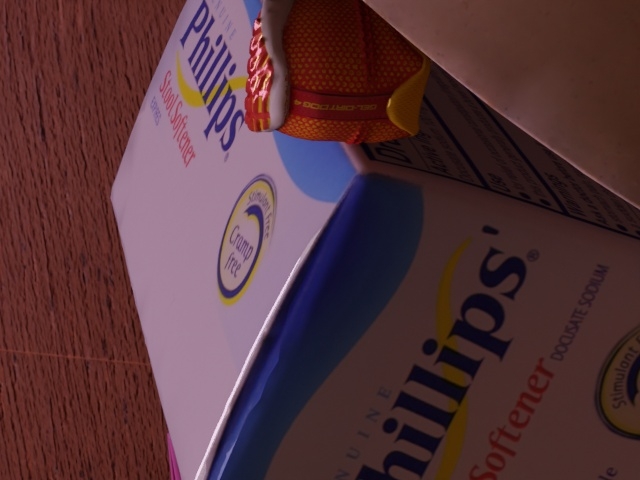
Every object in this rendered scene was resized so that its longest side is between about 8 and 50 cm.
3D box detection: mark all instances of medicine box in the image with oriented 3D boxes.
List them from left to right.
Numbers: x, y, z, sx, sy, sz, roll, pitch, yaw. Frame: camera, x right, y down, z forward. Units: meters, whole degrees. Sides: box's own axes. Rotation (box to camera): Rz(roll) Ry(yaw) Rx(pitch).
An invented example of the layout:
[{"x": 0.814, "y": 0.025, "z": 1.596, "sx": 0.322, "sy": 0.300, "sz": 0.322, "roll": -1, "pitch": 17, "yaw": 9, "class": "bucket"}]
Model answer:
[{"x": 0.081, "y": 0.015, "z": 0.685, "sx": 0.149, "sy": 0.289, "sz": 0.263, "roll": -66, "pitch": 22, "yaw": 20, "class": "medicine box"}]

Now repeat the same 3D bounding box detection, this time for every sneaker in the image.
[{"x": 0.012, "y": -0.081, "z": 0.558, "sx": 0.175, "sy": 0.067, "sz": 0.064, "roll": -86, "pitch": 5, "yaw": -53, "class": "sneaker"}]

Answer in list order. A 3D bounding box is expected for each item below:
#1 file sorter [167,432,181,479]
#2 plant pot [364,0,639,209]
[{"x": 0.033, "y": 0.241, "z": 1.243, "sx": 0.182, "sy": 0.290, "sz": 0.202, "roll": -106, "pitch": 12, "yaw": -50, "class": "file sorter"}, {"x": 0.129, "y": -0.147, "z": 0.530, "sx": 0.191, "sy": 0.284, "sz": 0.284, "roll": -53, "pitch": 31, "yaw": 22, "class": "plant pot"}]
